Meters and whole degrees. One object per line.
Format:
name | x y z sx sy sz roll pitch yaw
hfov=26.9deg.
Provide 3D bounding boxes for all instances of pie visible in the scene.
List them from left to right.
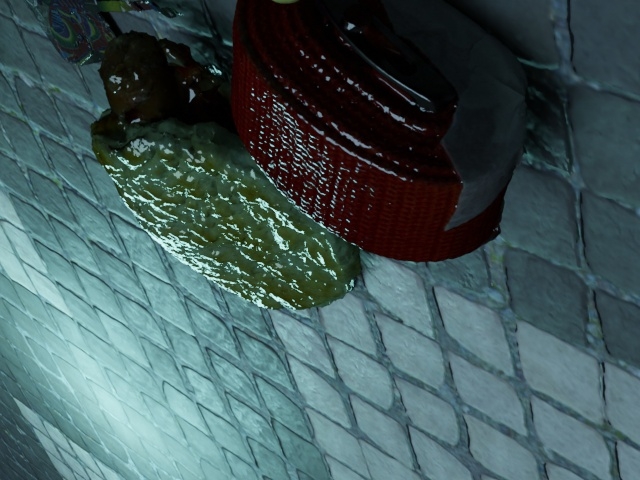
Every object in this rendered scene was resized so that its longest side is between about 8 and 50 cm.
pie | -0.080 -0.035 1.087 0.257 0.105 0.274 37 158 0

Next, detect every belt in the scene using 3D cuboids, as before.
belt | 0.033 -0.085 0.800 0.201 0.128 0.124 41 156 17

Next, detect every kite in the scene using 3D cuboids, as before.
kite | -0.182 -0.195 1.122 0.285 0.015 0.152 21 147 48

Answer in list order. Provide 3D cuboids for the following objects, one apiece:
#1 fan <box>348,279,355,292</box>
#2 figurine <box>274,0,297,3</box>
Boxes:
fan | 0.000 0.000 1.126 0.085 0.005 0.133 41 155 16
figurine | -0.062 -0.284 0.641 0.274 0.227 0.394 -4 137 25
